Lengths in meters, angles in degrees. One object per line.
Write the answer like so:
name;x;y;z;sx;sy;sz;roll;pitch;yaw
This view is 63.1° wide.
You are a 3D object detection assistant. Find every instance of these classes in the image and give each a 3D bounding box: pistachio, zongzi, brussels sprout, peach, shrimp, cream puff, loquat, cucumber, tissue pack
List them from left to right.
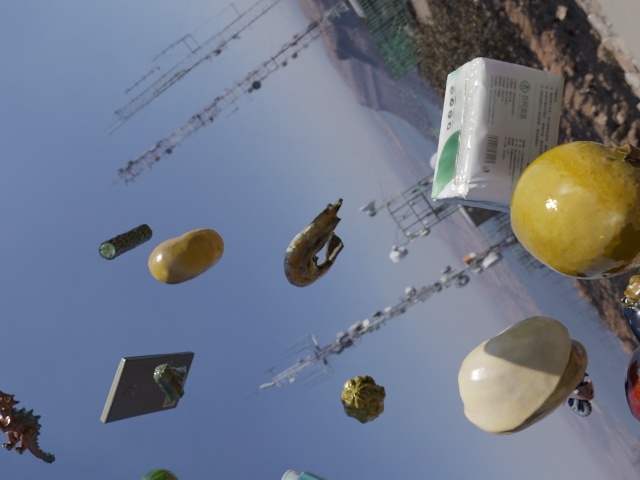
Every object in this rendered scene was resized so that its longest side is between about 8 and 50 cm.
cucumber;-0.539;0.004;1.443;0.058;0.058;0.187;55;-158;-5
brussels sprout;-0.431;0.694;1.403;0.117;0.155;0.155;-17;-111;-39
zongzi;-0.388;0.339;1.356;0.119;0.055;0.109;-93;-15;-56
peach;-0.301;0.036;1.180;0.179;0.179;0.103;-62;-52;-78
shrimp;0.006;0.014;1.289;0.059;0.254;0.145;8;136;45
cream puff;0.130;0.450;1.513;0.146;0.116;0.146;13;-138;-12
tissue pack;0.458;-0.256;1.351;0.194;0.266;0.357;179;99;-77
pistachio;0.478;0.327;1.256;0.229;0.321;0.238;43;-173;-26
loquat;0.502;-0.061;0.960;0.275;0.275;0.275;53;-169;-15

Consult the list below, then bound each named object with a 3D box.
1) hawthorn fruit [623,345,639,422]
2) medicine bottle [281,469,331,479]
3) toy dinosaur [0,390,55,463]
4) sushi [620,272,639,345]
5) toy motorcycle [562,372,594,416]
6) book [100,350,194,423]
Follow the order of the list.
hawthorn fruit;0.759;0.342;1.122;0.208;0.248;0.208;16;-179;0
medicine bottle;0.012;0.654;1.283;0.258;0.124;0.079;8;167;37
toy dinosaur;-0.443;0.281;0.772;0.055;0.049;0.154;-57;-46;-49
sushi;0.587;0.106;0.804;0.204;0.213;0.200;-69;-31;-81
toy motorcycle;0.672;0.383;1.443;0.212;0.084;0.118;48;149;33
book;-0.497;0.423;1.527;0.025;0.191;0.269;22;-175;31
